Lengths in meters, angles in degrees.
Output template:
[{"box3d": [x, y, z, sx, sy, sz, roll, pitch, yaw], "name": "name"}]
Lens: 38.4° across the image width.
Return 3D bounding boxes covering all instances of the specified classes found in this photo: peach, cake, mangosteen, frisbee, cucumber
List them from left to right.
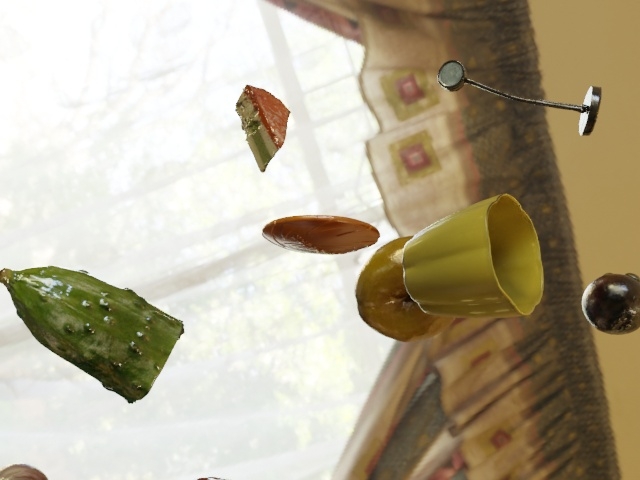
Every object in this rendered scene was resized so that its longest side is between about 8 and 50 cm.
[{"box3d": [-0.306, 0.102, 1.183, 0.244, 0.134, 0.134, 35, -6, -22], "name": "cucumber"}, {"box3d": [-0.101, -0.232, 1.978, 0.086, 0.116, 0.220, -53, -133, 29], "name": "cake"}, {"box3d": [0.000, 0.000, 1.471, 0.192, 0.192, 0.035, 127, -33, -71], "name": "frisbee"}, {"box3d": [0.196, 0.110, 2.067, 0.153, 0.251, 0.251, -118, -170, -69], "name": "peach"}, {"box3d": [0.667, 0.135, 2.072, 0.152, 0.152, 0.152, 55, -20, 32], "name": "mangosteen"}]

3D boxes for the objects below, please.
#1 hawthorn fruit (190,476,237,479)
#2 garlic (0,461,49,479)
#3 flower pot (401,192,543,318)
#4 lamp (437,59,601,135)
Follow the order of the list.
[{"box3d": [-0.190, 0.525, 1.661, 0.260, 0.224, 0.224, 33, -12, -13], "name": "hawthorn fruit"}, {"box3d": [-0.390, 0.364, 1.206, 0.159, 0.102, 0.147, -6, -86, 66], "name": "garlic"}, {"box3d": [0.238, 0.037, 1.480, 0.179, 0.195, 0.195, -13, -77, 35], "name": "flower pot"}, {"box3d": [0.441, -0.310, 2.037, 0.371, 0.130, 0.108, 10, -5, 27], "name": "lamp"}]
